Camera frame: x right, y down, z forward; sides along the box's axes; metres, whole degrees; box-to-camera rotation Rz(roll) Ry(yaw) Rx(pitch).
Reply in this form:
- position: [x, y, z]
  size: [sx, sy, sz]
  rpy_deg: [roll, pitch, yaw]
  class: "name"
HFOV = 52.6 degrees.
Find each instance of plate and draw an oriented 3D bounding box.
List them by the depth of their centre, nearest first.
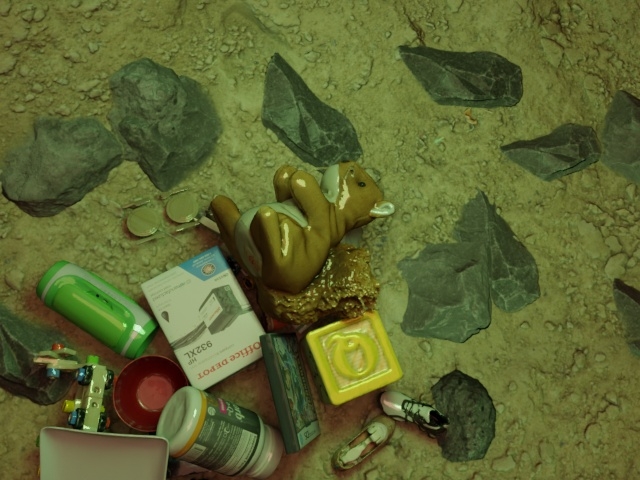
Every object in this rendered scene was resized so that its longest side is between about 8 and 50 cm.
- position: [-0.482, 0.537, 1.448]
  size: [0.277, 0.045, 0.278]
  rpy_deg: [7, 107, -4]
  class: "plate"

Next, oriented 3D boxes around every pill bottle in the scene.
- position: [-0.234, 0.466, 1.540]
  size: [0.278, 0.162, 0.162]
  rpy_deg: [32, 73, -31]
  class: "pill bottle"

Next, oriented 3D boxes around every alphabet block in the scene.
- position: [0.071, 0.298, 1.642]
  size: [0.193, 0.197, 0.192]
  rpy_deg: [-22, 81, -11]
  class: "alphabet block"

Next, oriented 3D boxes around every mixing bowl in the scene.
- position: [-0.416, 0.380, 1.615]
  size: [0.181, 0.098, 0.181]
  rpy_deg: [1, 77, -6]
  class: "mixing bowl"

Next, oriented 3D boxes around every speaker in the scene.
- position: [-0.559, 0.175, 1.630]
  size: [0.296, 0.131, 0.131]
  rpy_deg: [34, 76, 1]
  class: "speaker"

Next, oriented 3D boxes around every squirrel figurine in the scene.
- position: [0.000, 0.000, 1.560]
  size: [0.370, 0.281, 0.397]
  rpy_deg: [-27, 105, -28]
  class: "squirrel figurine"

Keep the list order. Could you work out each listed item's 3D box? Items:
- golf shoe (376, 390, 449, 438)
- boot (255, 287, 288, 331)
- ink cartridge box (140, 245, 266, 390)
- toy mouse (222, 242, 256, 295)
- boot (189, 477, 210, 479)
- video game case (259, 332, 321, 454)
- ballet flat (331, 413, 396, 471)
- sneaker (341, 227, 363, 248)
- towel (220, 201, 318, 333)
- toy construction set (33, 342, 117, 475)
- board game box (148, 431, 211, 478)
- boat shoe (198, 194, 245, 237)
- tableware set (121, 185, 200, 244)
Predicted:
- position: [0.246, 0.438, 1.680]
  size: [0.198, 0.094, 0.077]
  rpy_deg: [25, 57, -3]
  class: "golf shoe"
- position: [-0.121, 0.157, 1.697]
  size: [0.084, 0.059, 0.158]
  rpy_deg: [-9, 74, -22]
  class: "boot"
- position: [-0.286, 0.204, 1.654]
  size: [0.223, 0.129, 0.307]
  rpy_deg: [-28, 82, -12]
  class: "ink cartridge box"
- position: [-0.205, 0.060, 1.684]
  size: [0.031, 0.161, 0.143]
  rpy_deg: [-31, 84, -28]
  class: "toy mouse"
- position: [-0.141, 0.661, 1.566]
  size: [0.260, 0.131, 0.348]
  rpy_deg: [-36, 95, -6]
  class: "boot"
- position: [-0.070, 0.362, 1.586]
  size: [0.035, 0.248, 0.275]
  rpy_deg: [-16, 79, 10]
  class: "video game case"
- position: [0.119, 0.522, 1.664]
  size: [0.206, 0.067, 0.073]
  rpy_deg: [-39, 83, -14]
  class: "ballet flat"
- position: [0.066, -0.060, 1.785]
  size: [0.121, 0.099, 0.262]
  rpy_deg: [29, 55, -35]
  class: "sneaker"
- position: [-0.073, 0.060, 1.760]
  size: [0.248, 0.038, 0.325]
  rpy_deg: [-40, 85, -13]
  class: "towel"
- position: [-0.595, 0.402, 1.556]
  size: [0.151, 0.215, 0.328]
  rpy_deg: [5, 67, -42]
  class: "toy construction set"
- position: [-0.333, 0.526, 1.630]
  size: [0.186, 0.026, 0.126]
  rpy_deg: [-7, 78, -8]
  class: "board game box"
- position: [-0.158, -0.008, 1.696]
  size: [0.324, 0.116, 0.097]
  rpy_deg: [28, 80, 8]
  class: "boat shoe"
- position: [-0.423, -0.062, 1.745]
  size: [0.194, 0.039, 0.128]
  rpy_deg: [-20, 69, -17]
  class: "tableware set"
